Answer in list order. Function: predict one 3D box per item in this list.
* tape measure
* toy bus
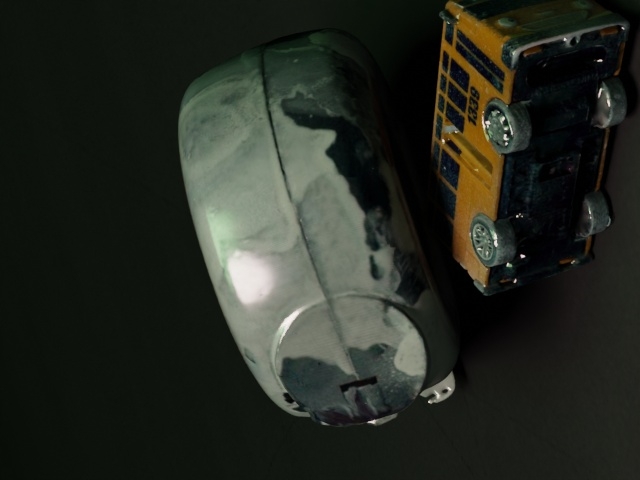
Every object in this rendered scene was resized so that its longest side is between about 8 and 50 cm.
[{"bbox_3d":[0.000,0.000,1.234,0.256,0.147,0.275,-1,-107,-83],"label":"tape measure"},{"bbox_3d":[0.122,-0.070,1.124,0.103,0.091,0.182,50,148,43],"label":"toy bus"}]
